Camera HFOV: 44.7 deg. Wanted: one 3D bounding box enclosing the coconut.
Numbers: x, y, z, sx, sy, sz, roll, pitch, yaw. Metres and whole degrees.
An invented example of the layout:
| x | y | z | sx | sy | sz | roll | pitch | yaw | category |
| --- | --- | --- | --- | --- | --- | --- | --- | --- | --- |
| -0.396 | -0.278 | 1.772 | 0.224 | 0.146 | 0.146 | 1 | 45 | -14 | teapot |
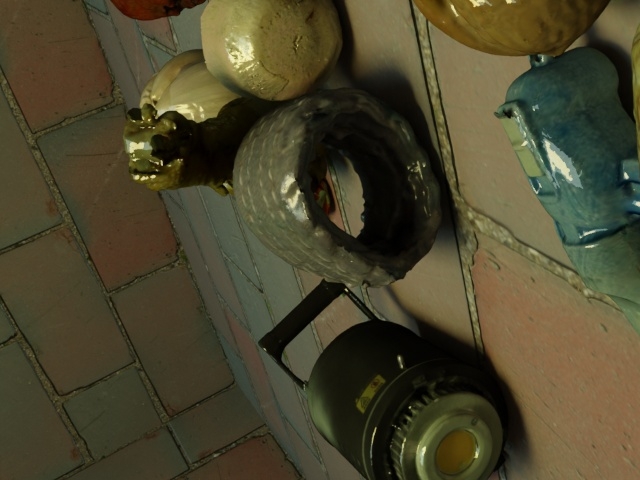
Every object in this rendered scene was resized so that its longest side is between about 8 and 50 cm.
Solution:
| x | y | z | sx | sy | sz | roll | pitch | yaw | category |
| --- | --- | --- | --- | --- | --- | --- | --- | --- | --- |
| -0.067 | -0.257 | 0.962 | 0.183 | 0.171 | 0.170 | 34 | 146 | 55 | coconut |

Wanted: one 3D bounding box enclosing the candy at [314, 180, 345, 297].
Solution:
| x | y | z | sx | sy | sz | roll | pitch | yaw | category |
| --- | --- | --- | --- | --- | --- | --- | --- | --- | --- |
| -0.001 | 0.000 | 1.321 | 0.084 | 0.078 | 0.287 | 42 | 161 | 44 | candy |

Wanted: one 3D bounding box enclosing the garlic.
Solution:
| x | y | z | sx | sy | sz | roll | pitch | yaw | category |
| --- | --- | --- | --- | --- | --- | --- | --- | --- | --- |
| -0.205 | -0.238 | 1.337 | 0.281 | 0.203 | 0.184 | 58 | 144 | 30 | garlic |

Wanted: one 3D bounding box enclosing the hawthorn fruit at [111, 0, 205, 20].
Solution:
| x | y | z | sx | sy | sz | roll | pitch | yaw | category |
| --- | --- | --- | --- | --- | --- | --- | --- | --- | --- |
| -0.260 | -0.465 | 1.174 | 0.253 | 0.205 | 0.205 | 69 | 163 | -1 | hawthorn fruit |

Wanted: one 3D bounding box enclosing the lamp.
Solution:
| x | y | z | sx | sy | sz | roll | pitch | yaw | category |
| --- | --- | --- | --- | --- | --- | --- | --- | --- | --- |
| 0.110 | 0.225 | 1.052 | 0.374 | 0.205 | 0.272 | 48 | 169 | -4 | lamp |

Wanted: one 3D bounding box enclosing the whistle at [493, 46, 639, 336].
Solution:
| x | y | z | sx | sy | sz | roll | pitch | yaw | category |
| --- | --- | --- | --- | --- | --- | --- | --- | --- | --- |
| 0.218 | -0.030 | 0.592 | 0.269 | 0.093 | 0.180 | 60 | 170 | -10 | whistle |

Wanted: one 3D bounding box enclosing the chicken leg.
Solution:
| x | y | z | sx | sy | sz | roll | pitch | yaw | category |
| --- | --- | --- | --- | --- | --- | --- | --- | --- | --- |
| -0.117 | -0.125 | 1.027 | 0.429 | 0.153 | 0.201 | -15 | -98 | -64 | chicken leg |

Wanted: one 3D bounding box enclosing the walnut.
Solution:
| x | y | z | sx | sy | sz | roll | pitch | yaw | category |
| --- | --- | --- | --- | --- | --- | --- | --- | --- | --- |
| 0.121 | -0.203 | 0.501 | 0.184 | 0.155 | 0.155 | 59 | 165 | -16 | walnut |

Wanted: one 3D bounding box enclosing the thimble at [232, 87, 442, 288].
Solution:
| x | y | z | sx | sy | sz | roll | pitch | yaw | category |
| --- | --- | --- | --- | --- | --- | --- | --- | --- | --- |
| 0.022 | -0.057 | 0.904 | 0.172 | 0.205 | 0.236 | 7 | 125 | 63 | thimble |

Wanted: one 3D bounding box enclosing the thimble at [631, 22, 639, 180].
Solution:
| x | y | z | sx | sy | sz | roll | pitch | yaw | category |
| --- | --- | --- | --- | --- | --- | --- | --- | --- | --- |
| 0.250 | -0.049 | 0.378 | 0.191 | 0.137 | 0.143 | 17 | 131 | 47 | thimble |
